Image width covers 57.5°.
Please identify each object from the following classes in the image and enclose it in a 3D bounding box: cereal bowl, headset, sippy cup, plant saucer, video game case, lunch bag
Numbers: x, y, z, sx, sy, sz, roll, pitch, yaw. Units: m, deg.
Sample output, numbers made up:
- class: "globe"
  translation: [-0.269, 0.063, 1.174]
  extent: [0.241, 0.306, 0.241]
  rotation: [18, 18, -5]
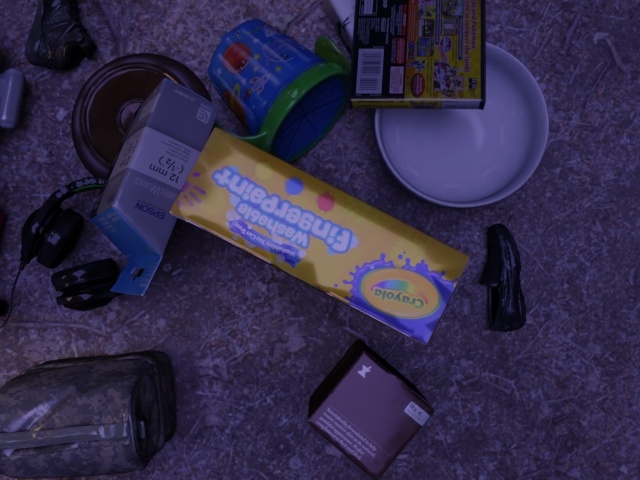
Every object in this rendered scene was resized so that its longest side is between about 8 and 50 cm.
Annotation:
- class: "cereal bowl"
  translation: [0.272, -0.223, 1.185]
  extent: [0.338, 0.141, 0.339]
  rotation: [0, 86, 0]
- class: "headset"
  translation: [-0.510, 0.040, 1.188]
  extent: [0.394, 0.185, 0.243]
  rotation: [-36, 97, -15]
- class: "sippy cup"
  translation: [-0.094, -0.308, 1.160]
  extent: [0.224, 0.305, 0.240]
  rotation: [45, 116, 13]
- class: "plant saucer"
  translation: [-0.381, -0.252, 1.234]
  extent: [0.310, 0.050, 0.311]
  rotation: [0, 88, -1]
- class: "video game case"
  translation: [0.185, -0.377, 1.110]
  extent: [0.248, 0.035, 0.275]
  rotation: [2, 73, 8]
- class: "lunch bag"
  translation: [-0.448, 0.334, 1.094]
  extent: [0.304, 0.256, 0.213]
  rotation: [-5, 86, 0]

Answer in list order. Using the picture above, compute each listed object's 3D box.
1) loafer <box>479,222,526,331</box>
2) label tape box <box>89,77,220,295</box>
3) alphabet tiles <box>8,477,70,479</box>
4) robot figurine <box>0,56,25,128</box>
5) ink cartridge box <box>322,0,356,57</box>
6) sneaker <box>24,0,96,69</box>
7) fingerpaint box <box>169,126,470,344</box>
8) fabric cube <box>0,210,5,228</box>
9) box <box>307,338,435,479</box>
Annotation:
- class: "loafer"
  translation: [0.367, 0.077, 1.200]
  extent: [0.078, 0.076, 0.223]
  rotation: [-8, 90, -8]
- class: "label tape box"
  translation: [-0.324, -0.084, 1.042]
  extent: [0.115, 0.249, 0.348]
  rotation: [27, 75, -26]
- class: "alphabet tiles"
  translation: [-0.607, 0.562, 1.204]
  extent: [0.198, 0.009, 0.237]
  rotation: [20, 86, 1]
- class: "robot figurine"
  translation: [-0.757, -0.307, 1.159]
  extent: [0.299, 0.199, 0.354]
  rotation: [7, 86, -23]
- class: "ink cartridge box"
  translation: [0.123, -0.455, 1.223]
  extent: [0.160, 0.092, 0.220]
  rotation: [-28, 86, -2]
- class: "sneaker"
  translation: [-0.526, -0.468, 1.229]
  extent: [0.130, 0.087, 0.228]
  rotation: [14, 90, -1]
- class: "fingerpaint box"
  translation: [0.000, 0.000, 1.058]
  extent: [0.444, 0.371, 0.163]
  rotation: [27, 87, 2]
- class: "fabric cube"
  translation: [-0.800, -0.001, 1.075]
  extent: [0.258, 0.254, 0.258]
  rotation: [4, 65, 3]
- class: "box"
  translation: [0.089, 0.314, 1.123]
  extent: [0.168, 0.203, 0.167]
  rotation: [40, 88, 3]
